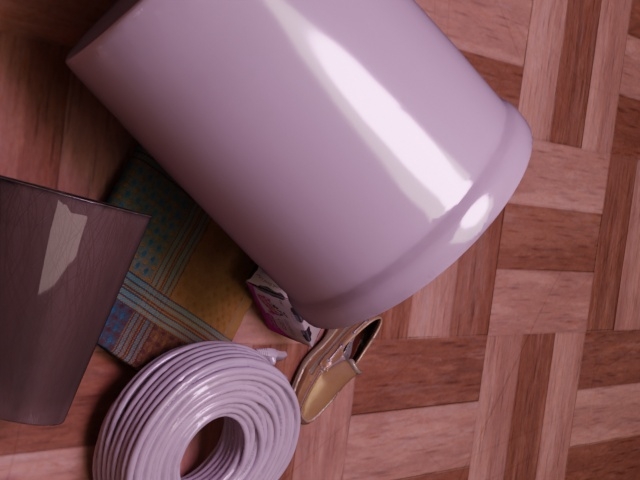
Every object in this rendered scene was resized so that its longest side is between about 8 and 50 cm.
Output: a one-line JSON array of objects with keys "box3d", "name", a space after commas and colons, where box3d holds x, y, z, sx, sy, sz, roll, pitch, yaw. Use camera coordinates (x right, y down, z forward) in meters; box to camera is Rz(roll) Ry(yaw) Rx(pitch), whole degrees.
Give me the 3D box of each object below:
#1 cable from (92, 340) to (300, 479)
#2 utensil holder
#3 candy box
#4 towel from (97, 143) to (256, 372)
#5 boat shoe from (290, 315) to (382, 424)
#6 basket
[{"box3d": [-0.142, 0.242, 1.393, 0.257, 0.089, 0.257, 18, 99, -47], "name": "cable"}, {"box3d": [-0.025, -0.150, 1.229, 0.385, 0.327, 0.328, 45, 62, -18], "name": "utensil holder"}, {"box3d": [0.000, 0.000, 1.511, 0.233, 0.071, 0.159, -62, 161, -21], "name": "candy box"}, {"box3d": [-0.149, -0.016, 1.407, 0.271, 0.040, 0.370, 43, 67, -44], "name": "towel"}, {"box3d": [0.023, 0.171, 1.609, 0.068, 0.072, 0.190, 49, 62, -42], "name": "boat shoe"}, {"box3d": [-0.289, 0.060, 1.183, 0.204, 0.154, 0.227, 14, 90, -43], "name": "basket"}]
